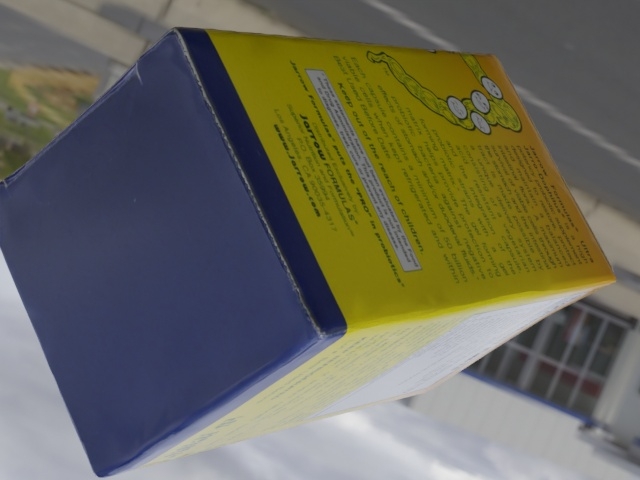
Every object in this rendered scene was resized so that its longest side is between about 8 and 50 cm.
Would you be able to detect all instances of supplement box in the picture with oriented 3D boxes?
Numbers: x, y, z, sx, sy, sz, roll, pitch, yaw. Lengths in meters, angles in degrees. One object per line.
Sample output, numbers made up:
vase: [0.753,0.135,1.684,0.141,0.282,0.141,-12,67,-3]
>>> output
supplement box: [0.000,0.000,0.934,0.356,0.194,0.195,-5,-115,-54]
